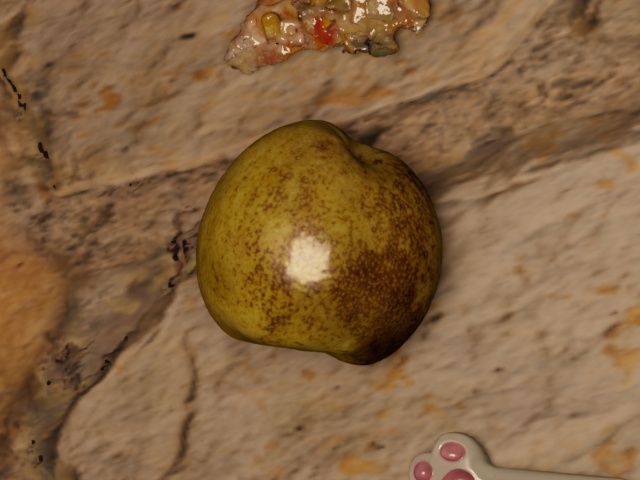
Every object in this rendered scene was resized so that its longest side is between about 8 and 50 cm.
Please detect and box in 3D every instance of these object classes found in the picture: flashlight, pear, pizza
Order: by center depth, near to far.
[{"bbox_3d":[0.160,0.206,1.315,0.200,0.047,0.093,7,87,26],"label":"flashlight"},{"bbox_3d":[0.000,0.000,1.336,0.197,0.197,0.197,-3,83,25],"label":"pear"},{"bbox_3d":[-0.011,-0.210,1.438,0.195,0.052,0.185,-38,67,17],"label":"pizza"}]
